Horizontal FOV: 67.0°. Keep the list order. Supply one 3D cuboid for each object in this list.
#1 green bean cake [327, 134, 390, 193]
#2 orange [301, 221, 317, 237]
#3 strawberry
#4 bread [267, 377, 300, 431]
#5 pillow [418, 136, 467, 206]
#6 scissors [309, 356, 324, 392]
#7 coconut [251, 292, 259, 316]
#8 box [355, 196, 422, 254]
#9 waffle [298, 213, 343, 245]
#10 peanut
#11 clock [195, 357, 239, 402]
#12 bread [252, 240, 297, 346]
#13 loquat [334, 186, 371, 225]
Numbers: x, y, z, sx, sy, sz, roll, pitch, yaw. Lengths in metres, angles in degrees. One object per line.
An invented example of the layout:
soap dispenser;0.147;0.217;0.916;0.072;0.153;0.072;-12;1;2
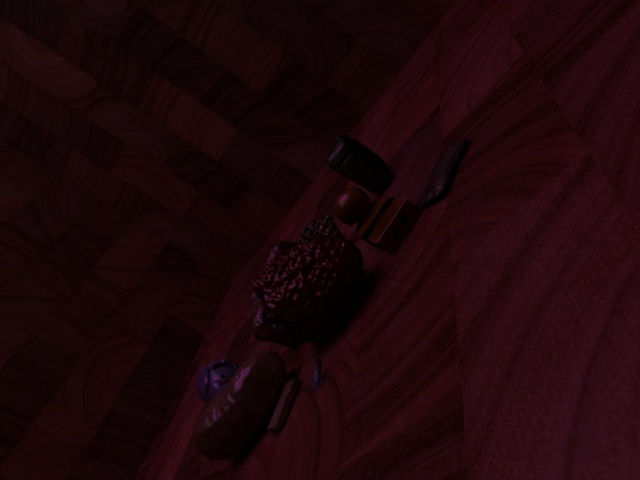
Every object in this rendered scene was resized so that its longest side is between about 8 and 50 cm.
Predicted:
green bean cake;0.143;-0.297;1.861;0.125;0.248;0.222;-53;10;19
orange;0.000;0.000;1.910;0.134;0.157;0.156;106;-176;-47
strawberry;-0.008;0.138;1.414;0.343;0.292;0.292;-28;20;14
bread;-0.102;0.464;1.365;0.068;0.028;0.153;-40;21;54
pillow;0.336;-0.190;1.344;0.217;0.033;0.130;-62;10;-24
scissors;-0.008;0.357;1.308;0.058;0.014;0.119;-47;18;22
coconut;-0.171;0.247;1.809;0.194;0.194;0.194;-53;13;17
box;0.199;-0.050;1.446;0.152;0.070;0.237;-56;14;1
waffle;0.003;0.027;1.772;0.054;0.214;0.208;-3;-25;-47
peanut;-0.236;0.501;1.474;0.387;0.169;0.192;-51;8;6
clock;-0.338;0.559;1.776;0.189;0.189;0.254;-58;27;-8
bread;-0.118;0.175;1.693;0.109;0.185;0.380;103;177;-59
loquat;0.117;-0.129;1.797;0.141;0.141;0.141;-53;13;17
